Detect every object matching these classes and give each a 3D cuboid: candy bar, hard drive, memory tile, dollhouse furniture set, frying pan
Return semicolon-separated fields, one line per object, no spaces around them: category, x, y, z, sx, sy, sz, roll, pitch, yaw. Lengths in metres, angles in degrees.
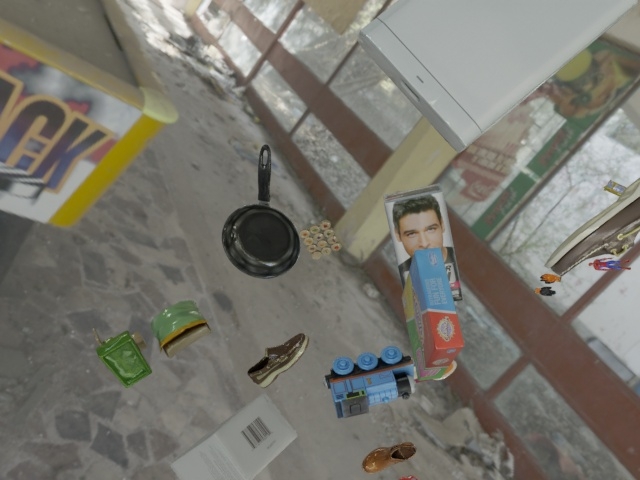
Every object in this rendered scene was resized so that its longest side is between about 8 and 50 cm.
candy bar;0.884;-0.126;1.621;0.162;0.040;0.018;35;4;32
hard drive;0.266;-0.329;0.860;0.233;0.353;0.047;50;-7;6
memory tile;0.000;0.000;1.917;0.012;0.113;0.148;-103;168;-46
dollhouse furniture set;-0.501;0.255;1.690;0.198;0.302;0.151;38;-25;50
frying pan;-0.160;-0.058;1.368;0.053;0.198;0.325;-65;141;-65

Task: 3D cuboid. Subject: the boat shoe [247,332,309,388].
boat shoe;-0.151;0.401;1.954;0.095;0.257;0.095;40;13;-18

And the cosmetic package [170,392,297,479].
cosmetic package;-0.248;0.579;1.578;0.155;0.365;0.197;51;47;7

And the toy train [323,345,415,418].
toy train;0.100;0.275;1.110;0.105;0.184;0.080;-106;-174;-47

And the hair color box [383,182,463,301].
hair color box;0.331;0.022;1.841;0.113;0.186;0.374;-75;151;-70

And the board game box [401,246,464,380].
board game box;0.268;0.191;1.411;0.316;0.064;0.242;86;-3;-63

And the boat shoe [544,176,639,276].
boat shoe;0.616;-0.027;1.179;0.096;0.324;0.116;50;6;8

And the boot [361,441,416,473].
boot;0.232;0.732;1.930;0.152;0.197;0.072;85;-21;-74

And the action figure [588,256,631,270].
action figure;0.828;0.069;1.638;0.115;0.038;0.030;-1;-10;4

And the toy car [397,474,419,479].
toy car;0.421;0.953;2.173;0.239;0.053;0.225;10;-25;25

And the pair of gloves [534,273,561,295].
pair of gloves;0.773;0.151;1.942;0.074;0.083;0.010;7;-26;47

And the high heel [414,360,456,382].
high heel;0.350;0.463;1.998;0.117;0.244;0.082;111;-40;-76
